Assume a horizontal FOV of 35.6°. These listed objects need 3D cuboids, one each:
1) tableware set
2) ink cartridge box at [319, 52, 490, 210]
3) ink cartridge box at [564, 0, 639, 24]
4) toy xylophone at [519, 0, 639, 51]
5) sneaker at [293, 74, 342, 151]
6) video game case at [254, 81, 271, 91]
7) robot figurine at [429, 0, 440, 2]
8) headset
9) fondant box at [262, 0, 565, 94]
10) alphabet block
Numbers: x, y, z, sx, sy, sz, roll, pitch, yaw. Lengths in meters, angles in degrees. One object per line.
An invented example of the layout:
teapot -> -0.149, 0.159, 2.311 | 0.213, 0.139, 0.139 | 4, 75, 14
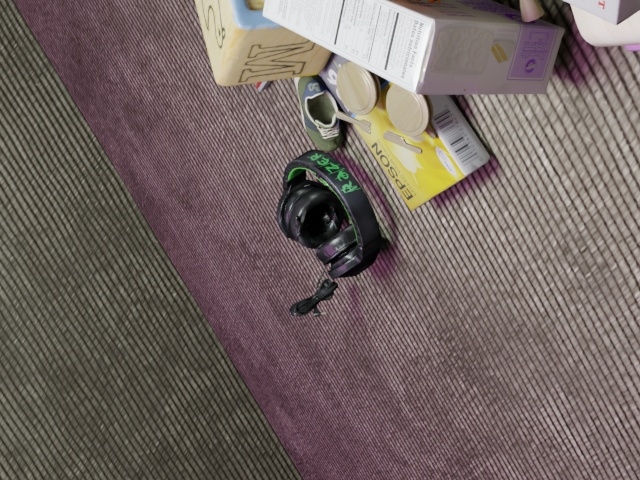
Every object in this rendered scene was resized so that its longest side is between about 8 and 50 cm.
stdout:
tableware set -> 0.103, -0.222, 1.542 | 0.194, 0.039, 0.128 | 30, 133, 37
ink cartridge box -> 0.115, -0.202, 1.668 | 0.303, 0.072, 0.307 | 56, 155, 2
ink cartridge box -> 0.256, -0.324, 1.006 | 0.191, 0.082, 0.139 | 40, 152, 37
toy xylophone -> 0.299, -0.347, 1.098 | 0.236, 0.081, 0.322 | 23, 140, 52
sneaker -> 0.003, -0.220, 1.813 | 0.086, 0.064, 0.192 | -117, 4, -47
video game case -> -0.166, -0.448, 1.946 | 0.285, 0.025, 0.204 | 56, 156, 2
robot figurine -> 0.130, -0.438, 1.143 | 0.211, 0.085, 0.291 | 125, 147, -73
headset -> 0.000, 0.000, 1.999 | 0.243, 0.185, 0.394 | 43, 155, 29
fondant box -> 0.115, -0.287, 1.312 | 0.330, 0.238, 0.096 | 38, 123, 43
alphabet block -> -0.080, -0.381, 1.597 | 0.197, 0.194, 0.192 | 129, 130, -66
